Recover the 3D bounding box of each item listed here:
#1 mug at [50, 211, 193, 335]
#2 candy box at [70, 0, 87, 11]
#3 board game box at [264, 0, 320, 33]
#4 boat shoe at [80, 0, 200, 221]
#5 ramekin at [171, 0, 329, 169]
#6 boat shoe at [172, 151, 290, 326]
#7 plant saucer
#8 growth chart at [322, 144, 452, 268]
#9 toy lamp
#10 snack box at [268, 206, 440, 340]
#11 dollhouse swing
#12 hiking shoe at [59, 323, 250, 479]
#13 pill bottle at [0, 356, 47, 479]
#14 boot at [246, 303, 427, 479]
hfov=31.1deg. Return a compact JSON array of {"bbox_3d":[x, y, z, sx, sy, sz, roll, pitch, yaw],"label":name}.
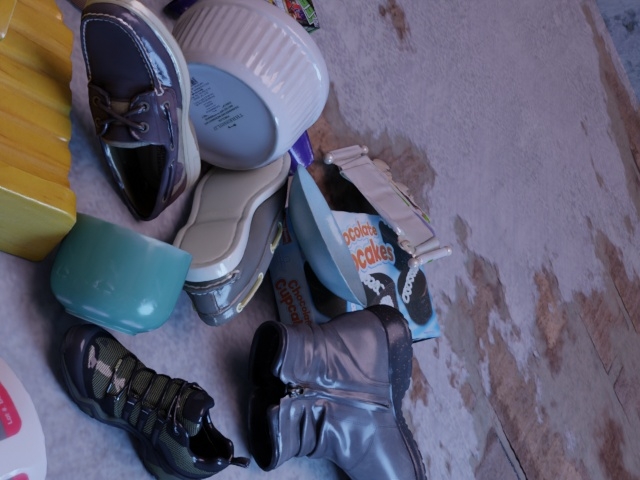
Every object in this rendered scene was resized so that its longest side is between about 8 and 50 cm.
[{"bbox_3d":[-0.199,0.042,1.170,0.158,0.129,0.097,31,77,-58],"label":"mug"},{"bbox_3d":[-0.288,-0.397,1.221,0.316,0.183,0.087,40,44,-38],"label":"candy box"},{"bbox_3d":[-0.096,-0.368,1.641,0.260,0.030,0.136,-12,81,-58],"label":"board game box"},{"bbox_3d":[-0.196,-0.133,1.227,0.285,0.103,0.092,83,23,-50],"label":"boat shoe"},{"bbox_3d":[-0.103,-0.179,1.373,0.207,0.207,0.109,52,47,-27],"label":"ramekin"},{"bbox_3d":[-0.099,-0.015,1.380,0.305,0.109,0.091,-68,150,-56],"label":"boat shoe"},{"bbox_3d":[0.000,0.000,1.417,0.195,0.037,0.195,-24,90,-83],"label":"plant saucer"},{"bbox_3d":[0.102,-0.055,1.682,0.237,0.021,0.172,51,24,18],"label":"growth chart"},{"bbox_3d":[-0.095,-0.209,1.508,0.274,0.080,0.080,59,34,-19],"label":"toy lamp"},{"bbox_3d":[0.047,0.056,1.596,0.322,0.060,0.187,2,71,-56],"label":"snack box"},{"bbox_3d":[-0.262,-0.216,1.052,0.315,0.305,0.346,25,53,-48],"label":"dollhouse swing"},{"bbox_3d":[-0.165,0.159,1.171,0.227,0.114,0.086,51,37,-27],"label":"hiking shoe"},{"bbox_3d":[-0.362,0.185,0.804,0.318,0.176,0.176,-18,89,-58],"label":"pill bottle"},{"bbox_3d":[0.009,0.251,1.405,0.223,0.118,0.338,-10,93,-40],"label":"boot"}]
